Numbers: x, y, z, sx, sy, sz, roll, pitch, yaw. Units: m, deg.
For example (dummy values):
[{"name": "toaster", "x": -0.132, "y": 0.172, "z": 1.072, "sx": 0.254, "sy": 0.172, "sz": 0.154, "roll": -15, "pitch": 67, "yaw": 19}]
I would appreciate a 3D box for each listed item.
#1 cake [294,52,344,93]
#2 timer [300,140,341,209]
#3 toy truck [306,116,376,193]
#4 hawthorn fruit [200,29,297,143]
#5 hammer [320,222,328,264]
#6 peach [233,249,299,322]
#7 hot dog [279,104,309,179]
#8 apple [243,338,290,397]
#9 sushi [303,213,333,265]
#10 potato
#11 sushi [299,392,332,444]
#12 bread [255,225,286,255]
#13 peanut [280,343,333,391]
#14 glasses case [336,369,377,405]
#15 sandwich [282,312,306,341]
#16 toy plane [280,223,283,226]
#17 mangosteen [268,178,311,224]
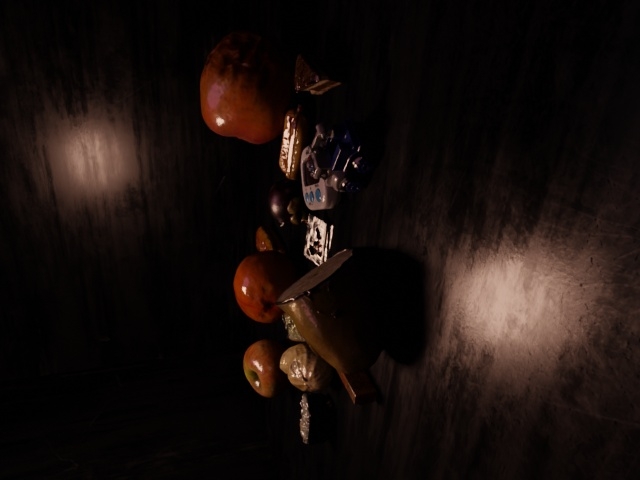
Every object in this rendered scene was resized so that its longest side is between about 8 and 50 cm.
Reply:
[{"name": "cake", "x": -0.006, "y": -0.584, "z": 1.469, "sx": 0.246, "sy": 0.113, "sz": 0.134, "roll": -153, "pitch": 64, "yaw": -69}, {"name": "timer", "x": 0.002, "y": -0.230, "z": 1.554, "sx": 0.262, "sy": 0.087, "sz": 0.236, "roll": -173, "pitch": 79, "yaw": -71}, {"name": "toy truck", "x": 0.051, "y": -0.245, "z": 1.265, "sx": 0.213, "sy": 0.177, "sz": 0.161, "roll": 115, "pitch": 145, "yaw": -54}, {"name": "hawthorn fruit", "x": -0.301, "y": -0.649, "z": 1.822, "sx": 0.472, "sy": 0.473, "sz": 0.470, "roll": 176, "pitch": 90, "yaw": -72}, {"name": "hammer", "x": 0.012, "y": 0.067, "z": 1.658, "sx": 0.058, "sy": 0.029, "sz": 0.291, "roll": 26, "pitch": 121, "yaw": 38}, {"name": "peach", "x": -0.253, "y": 0.221, "z": 2.050, "sx": 0.301, "sy": 0.344, "sz": 0.342, "roll": -90, "pitch": 7, "yaw": -56}, {"name": "hot dog", "x": -0.102, "y": -0.409, "z": 1.815, "sx": 0.337, "sy": 0.101, "sz": 0.135, "roll": 103, "pitch": 147, "yaw": -44}, {"name": "apple", "x": -0.272, "y": 0.689, "z": 2.363, "sx": 0.309, "sy": 0.250, "sz": 0.277, "roll": 58, "pitch": 138, "yaw": 14}, {"name": "sushi", "x": 0.000, "y": 0.000, "z": 1.688, "sx": 0.139, "sy": 0.031, "sz": 0.200, "roll": 34, "pitch": 127, "yaw": 37}, {"name": "potato", "x": 0.054, "y": 0.223, "z": 1.295, "sx": 0.295, "sy": 0.290, "sz": 0.397, "roll": 58, "pitch": -179, "yaw": -2}, {"name": "sushi", "x": -0.023, "y": 0.730, "z": 1.789, "sx": 0.147, "sy": 0.115, "sz": 0.212, "roll": -158, "pitch": 67, "yaw": -66}, {"name": "bread", "x": -0.281, "y": 0.061, "z": 2.433, "sx": 0.380, "sy": 0.110, "sz": 0.185, "roll": -129, "pitch": 40, "yaw": -57}, {"name": "peanut", "x": -0.055, "y": 0.518, "z": 1.773, "sx": 0.174, "sy": 0.158, "sz": 0.340, "roll": -55, "pitch": 15, "yaw": -5}, {"name": "glasses case", "x": 0.104, "y": 0.440, "z": 1.409, "sx": 0.218, "sy": 0.075, "sz": 0.049, "roll": -127, "pitch": 35, "yaw": -58}, {"name": "sandwich", "x": -0.045, "y": 0.332, "z": 1.771, "sx": 0.236, "sy": 0.128, "sz": 0.121, "roll": -3, "pitch": -90, "yaw": -65}, {"name": "toy plane", "x": -0.150, "y": -0.148, "z": 2.043, "sx": 0.234, "sy": 0.083, "sz": 0.159, "roll": 143, "pitch": 148, "yaw": -68}, {"name": "mangosteen", "x": -0.117, "y": -0.152, "z": 1.813, "sx": 0.231, "sy": 0.194, "sz": 0.194, "roll": 35, "pitch": 132, "yaw": 33}]
